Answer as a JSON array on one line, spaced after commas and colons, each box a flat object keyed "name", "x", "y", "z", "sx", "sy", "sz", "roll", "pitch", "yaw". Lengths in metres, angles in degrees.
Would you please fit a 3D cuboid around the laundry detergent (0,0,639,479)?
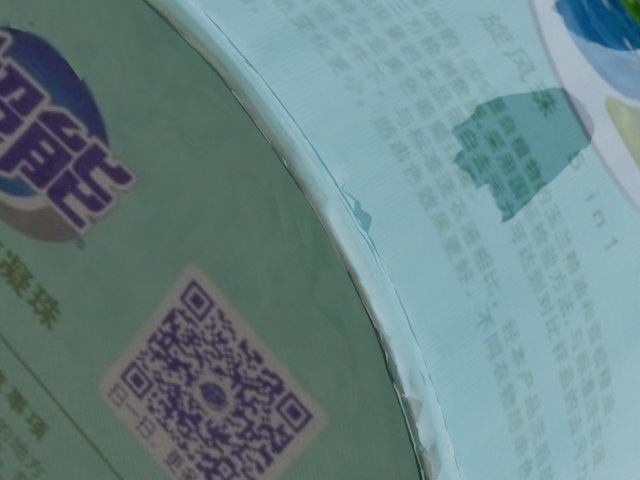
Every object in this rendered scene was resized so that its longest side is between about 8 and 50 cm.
[{"name": "laundry detergent", "x": 0.000, "y": 0.000, "z": 0.512, "sx": 0.287, "sy": 0.305, "sz": 0.287, "roll": 17, "pitch": -61, "yaw": 32}]
